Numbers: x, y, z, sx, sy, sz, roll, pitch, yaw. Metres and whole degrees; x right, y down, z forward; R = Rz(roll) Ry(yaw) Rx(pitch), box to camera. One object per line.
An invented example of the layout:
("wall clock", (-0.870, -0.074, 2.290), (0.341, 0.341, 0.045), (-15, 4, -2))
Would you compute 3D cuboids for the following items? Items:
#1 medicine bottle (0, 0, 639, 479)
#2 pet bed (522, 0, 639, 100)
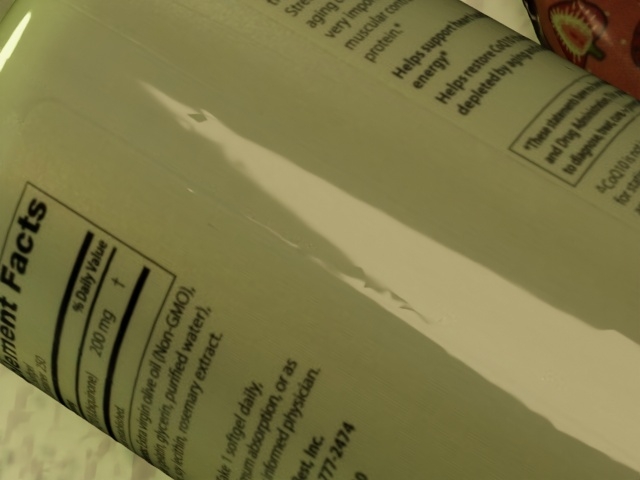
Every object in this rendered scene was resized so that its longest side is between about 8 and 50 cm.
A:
("medicine bottle", (0.000, 0.000, 0.498), (0.289, 0.157, 0.157), (32, 81, 14))
("pet bed", (0.158, -0.097, 0.560), (0.201, 0.053, 0.201), (-1, 79, 3))
